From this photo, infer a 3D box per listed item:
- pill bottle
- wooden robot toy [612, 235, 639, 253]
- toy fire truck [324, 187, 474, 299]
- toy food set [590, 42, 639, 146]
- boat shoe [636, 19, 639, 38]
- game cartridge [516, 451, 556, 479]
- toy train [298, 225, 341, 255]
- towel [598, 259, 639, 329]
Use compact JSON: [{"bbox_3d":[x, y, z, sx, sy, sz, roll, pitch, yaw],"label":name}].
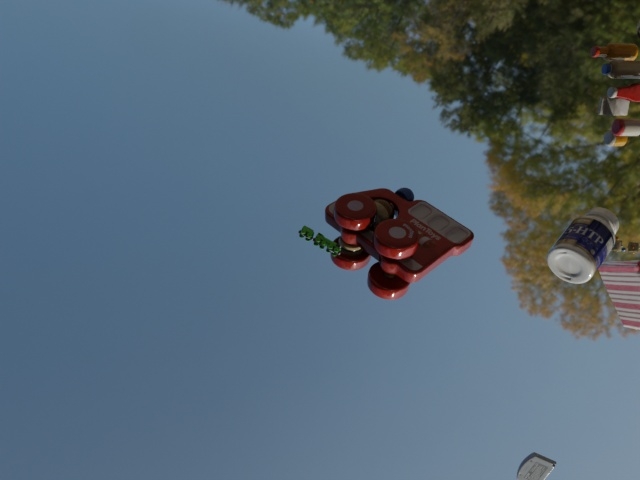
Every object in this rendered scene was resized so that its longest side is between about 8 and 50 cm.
[{"bbox_3d":[0.632,0.006,1.509,0.112,0.112,0.187,38,-122,15],"label":"pill bottle"},{"bbox_3d":[0.826,-0.010,1.823,0.076,0.079,0.173,-2,-173,-42],"label":"wooden robot toy"},{"bbox_3d":[0.172,-0.024,1.490,0.254,0.169,0.302,-30,-128,-31],"label":"toy fire truck"},{"bbox_3d":[0.667,-0.325,1.436,0.105,0.232,0.111,-2,-161,-11],"label":"toy food set"},{"bbox_3d":[0.759,-0.451,1.425,0.135,0.050,0.045,32,-133,-29],"label":"boat shoe"},{"bbox_3d":[0.445,0.475,1.316,0.056,0.083,0.017,21,-147,1],"label":"game cartridge"},{"bbox_3d":[0.000,0.000,1.124,0.083,0.017,0.023,28,-132,3],"label":"toy train"},{"bbox_3d":[0.784,0.137,1.587,0.029,0.144,0.197,-28,-84,-13],"label":"towel"}]
